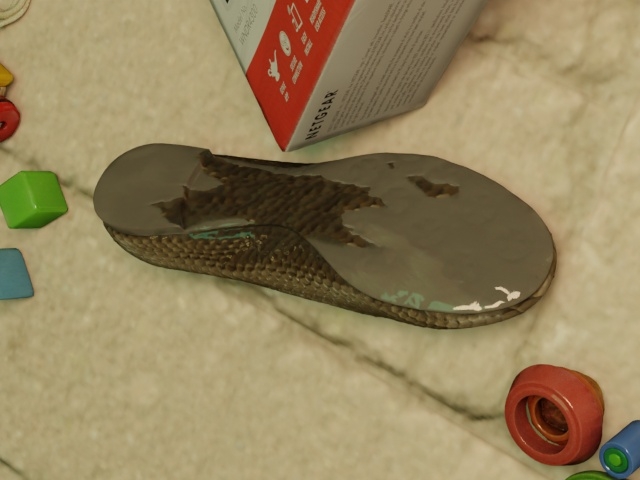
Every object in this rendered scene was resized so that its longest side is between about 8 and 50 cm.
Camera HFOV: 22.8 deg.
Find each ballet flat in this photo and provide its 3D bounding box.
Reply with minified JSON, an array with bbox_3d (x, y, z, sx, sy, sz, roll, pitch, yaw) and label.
[{"bbox_3d":[0.000,0.000,0.780,0.250,0.058,0.084,8,60,27],"label":"ballet flat"}]

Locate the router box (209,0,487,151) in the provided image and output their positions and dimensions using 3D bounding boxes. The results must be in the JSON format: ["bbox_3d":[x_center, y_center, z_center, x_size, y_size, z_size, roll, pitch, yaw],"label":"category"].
[{"bbox_3d":[-0.011,-0.240,0.647,0.301,0.082,0.335,64,160,15],"label":"router box"}]

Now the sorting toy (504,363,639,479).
[{"bbox_3d":[0.126,0.096,0.709,0.061,0.042,0.102,-30,87,46],"label":"sorting toy"}]

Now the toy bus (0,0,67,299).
[{"bbox_3d":[-0.257,-0.055,0.911,0.191,0.104,0.202,-12,85,32],"label":"toy bus"}]
